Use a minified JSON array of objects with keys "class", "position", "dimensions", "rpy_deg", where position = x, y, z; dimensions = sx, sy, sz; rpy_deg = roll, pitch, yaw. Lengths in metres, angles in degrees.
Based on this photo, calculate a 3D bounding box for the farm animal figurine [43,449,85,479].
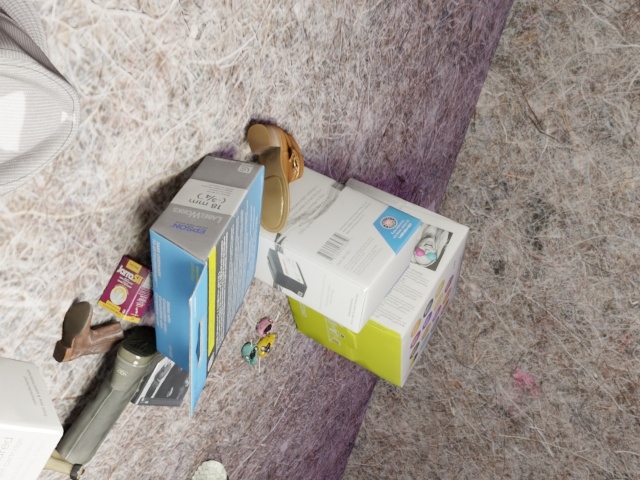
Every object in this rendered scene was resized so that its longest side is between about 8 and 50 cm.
[{"class":"farm animal figurine","position":[-0.454,0.414,0.753],"dimensions":[0.327,0.172,0.330],"rpy_deg":[-60,-174,42]}]

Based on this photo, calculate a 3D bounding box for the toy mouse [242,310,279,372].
[{"class":"toy mouse","position":[-0.149,0.236,1.462],"dimensions":[0.161,0.031,0.143],"rpy_deg":[-64,159,-1]}]

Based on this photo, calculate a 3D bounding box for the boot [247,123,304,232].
[{"class":"boot","position":[-0.068,-0.114,1.122],"dimensions":[0.152,0.072,0.197],"rpy_deg":[-10,94,-72]}]

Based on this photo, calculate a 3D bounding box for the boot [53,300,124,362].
[{"class":"boot","position":[-0.327,0.128,0.912],"dimensions":[0.106,0.037,0.114],"rpy_deg":[-56,158,16]}]

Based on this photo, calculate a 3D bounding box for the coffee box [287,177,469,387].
[{"class":"coffee box","position":[0.140,0.111,1.581],"dimensions":[0.334,0.338,0.338],"rpy_deg":[-54,156,-24]}]

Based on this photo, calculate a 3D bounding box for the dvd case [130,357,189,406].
[{"class":"dvd case","position":[-0.255,0.202,1.171],"dimensions":[0.239,0.029,0.179],"rpy_deg":[-62,161,-8]}]

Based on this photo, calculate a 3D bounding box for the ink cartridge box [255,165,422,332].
[{"class":"ink cartridge box","position":[0.000,0.000,1.169],"dimensions":[0.223,0.307,0.129],"rpy_deg":[-46,155,-40]}]

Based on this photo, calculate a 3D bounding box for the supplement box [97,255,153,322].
[{"class":"supplement box","position":[-0.285,0.074,0.927],"dimensions":[0.083,0.054,0.043],"rpy_deg":[-64,160,-5]}]

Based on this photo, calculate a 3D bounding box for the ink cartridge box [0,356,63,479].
[{"class":"ink cartridge box","position":[-0.405,0.191,0.513],"dimensions":[0.283,0.117,0.207],"rpy_deg":[27,97,-45]}]

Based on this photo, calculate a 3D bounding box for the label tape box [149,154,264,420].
[{"class":"label tape box","position":[-0.184,0.055,0.933],"dimensions":[0.334,0.105,0.241],"rpy_deg":[-71,171,-53]}]

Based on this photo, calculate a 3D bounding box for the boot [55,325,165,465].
[{"class":"boot","position":[-0.326,0.249,1.001],"dimensions":[0.209,0.076,0.189],"rpy_deg":[-64,171,6]}]

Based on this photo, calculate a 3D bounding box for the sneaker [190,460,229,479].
[{"class":"sneaker","position":[-0.309,0.693,1.499],"dimensions":[0.293,0.102,0.146],"rpy_deg":[-54,157,-26]}]

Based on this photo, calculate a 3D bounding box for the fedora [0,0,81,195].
[{"class":"fedora","position":[-0.314,-0.120,0.542],"dimensions":[0.275,0.124,0.244],"rpy_deg":[-18,131,-62]}]
